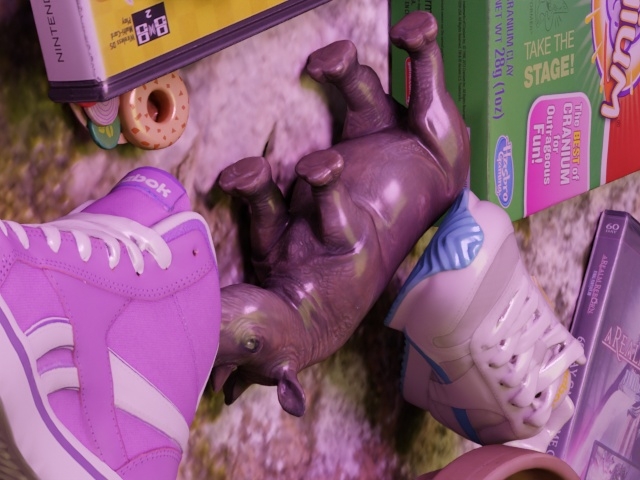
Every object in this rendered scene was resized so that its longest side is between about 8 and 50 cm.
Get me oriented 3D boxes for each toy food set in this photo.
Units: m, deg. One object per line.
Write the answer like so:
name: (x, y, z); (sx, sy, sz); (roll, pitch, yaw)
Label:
toy food set: (-0.086, -0.081, 0.859); (0.082, 0.020, 0.083); (3, 96, -56)

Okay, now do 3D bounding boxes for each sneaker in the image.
sneaker: (-0.120, 0.011, 0.772); (0.282, 0.102, 0.161); (66, 41, -54)
sneaker: (0.093, 0.047, 1.024); (0.087, 0.092, 0.228); (-56, 161, -15)

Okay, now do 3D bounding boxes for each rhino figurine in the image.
rhino figurine: (0.000, 0.000, 0.960); (0.243, 0.073, 0.106); (-54, 135, -32)

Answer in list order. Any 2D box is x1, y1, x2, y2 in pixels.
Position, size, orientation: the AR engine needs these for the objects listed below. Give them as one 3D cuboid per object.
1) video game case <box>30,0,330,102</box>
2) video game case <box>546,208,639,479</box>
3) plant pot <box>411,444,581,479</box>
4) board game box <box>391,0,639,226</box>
video game case: (-0.046, -0.217, 0.853); (0.275, 0.035, 0.248); (-32, 116, -49)
video game case: (0.206, 0.139, 1.338); (0.196, 0.026, 0.274); (33, 71, -54)
plant pot: (0.052, 0.221, 1.050); (0.237, 0.110, 0.237); (-21, 116, -53)
board game box: (0.152, -0.155, 1.154); (0.316, 0.064, 0.242); (-21, 114, -52)
